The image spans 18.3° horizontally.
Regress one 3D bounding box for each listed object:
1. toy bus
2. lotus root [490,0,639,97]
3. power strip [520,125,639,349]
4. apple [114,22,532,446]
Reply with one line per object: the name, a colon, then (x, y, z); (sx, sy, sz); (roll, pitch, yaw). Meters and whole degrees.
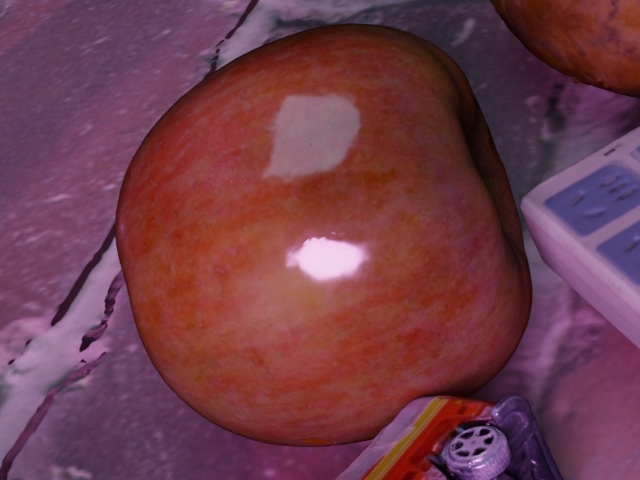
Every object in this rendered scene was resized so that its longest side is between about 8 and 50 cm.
toy bus: (0.024, 0.137, 0.793); (0.077, 0.079, 0.174); (10, 45, 46)
lotus root: (0.174, -0.157, 1.085); (0.188, 0.199, 0.180); (3, -16, -35)
power strip: (0.202, 0.039, 0.793); (0.106, 0.043, 0.367); (-31, 32, -7)
apple: (0.000, 0.000, 0.896); (0.174, 0.188, 0.188); (-20, 33, 9)
